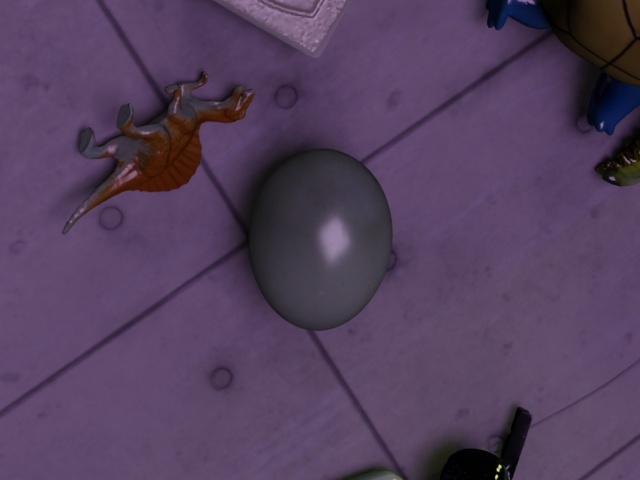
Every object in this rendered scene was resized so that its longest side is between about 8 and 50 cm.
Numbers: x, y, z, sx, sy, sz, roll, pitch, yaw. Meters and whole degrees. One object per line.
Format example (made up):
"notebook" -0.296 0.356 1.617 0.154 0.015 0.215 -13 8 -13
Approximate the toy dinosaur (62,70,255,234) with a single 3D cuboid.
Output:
"toy dinosaur" -0.172 -0.089 1.742 0.142 0.057 0.212 20 110 -43

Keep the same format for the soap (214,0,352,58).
"soap" -0.053 -0.279 1.715 0.183 0.064 0.121 27 97 -24

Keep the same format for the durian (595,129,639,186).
"durian" 0.468 -0.181 1.912 0.375 0.106 0.132 -42 120 0

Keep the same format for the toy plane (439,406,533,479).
"toy plane" 0.168 0.383 1.950 0.106 0.155 0.381 9 99 22

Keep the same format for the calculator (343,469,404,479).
"calculator" 0.003 0.348 1.926 0.246 0.045 0.141 -16 110 -14

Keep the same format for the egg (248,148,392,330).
"egg" 0.000 0.000 1.766 0.149 0.149 0.192 -3 105 -19

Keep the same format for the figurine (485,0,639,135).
"figurine" 0.318 -0.246 1.767 0.243 0.298 0.416 -32 87 -25
